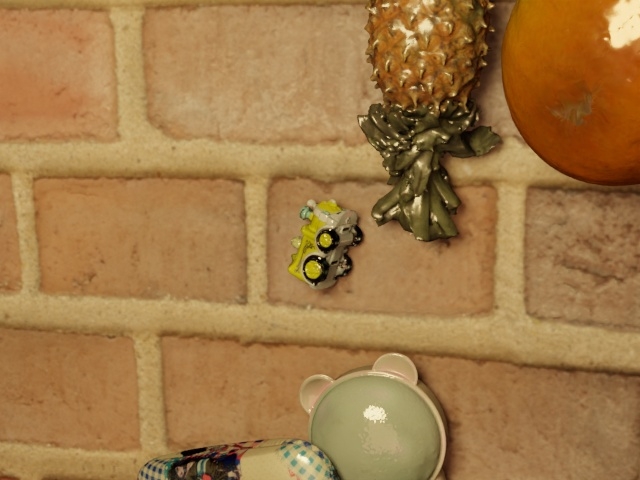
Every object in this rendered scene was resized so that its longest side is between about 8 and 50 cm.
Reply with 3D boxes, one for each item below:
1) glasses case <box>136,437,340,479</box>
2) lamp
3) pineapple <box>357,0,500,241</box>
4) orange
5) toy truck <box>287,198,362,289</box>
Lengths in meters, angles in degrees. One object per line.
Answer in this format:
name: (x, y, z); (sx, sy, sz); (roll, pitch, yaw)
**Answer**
glasses case: (-0.112, 0.332, 1.287); (0.327, 0.076, 0.125); (-15, 100, 34)
lamp: (0.079, 0.272, 1.249); (0.180, 0.108, 0.246); (-18, 98, 20)
pineapple: (0.128, -0.151, 1.135); (0.170, 0.141, 0.310); (-3, 111, -12)
orange: (0.314, -0.191, 1.021); (0.274, 0.310, 0.274); (-1, 77, 4)
toy truck: (0.000, 0.000, 1.228); (0.077, 0.076, 0.111); (27, 107, 26)
